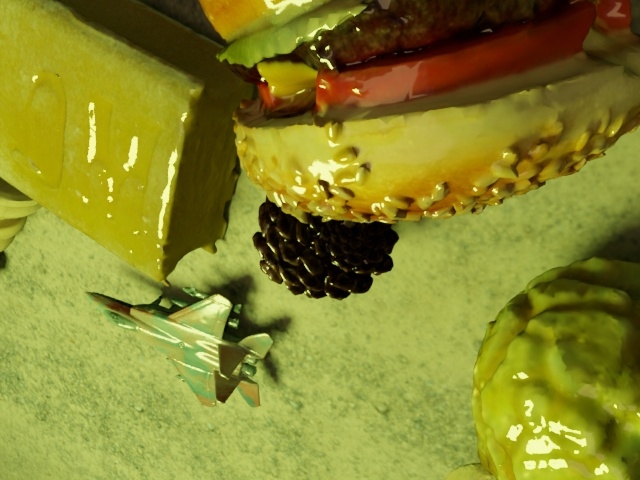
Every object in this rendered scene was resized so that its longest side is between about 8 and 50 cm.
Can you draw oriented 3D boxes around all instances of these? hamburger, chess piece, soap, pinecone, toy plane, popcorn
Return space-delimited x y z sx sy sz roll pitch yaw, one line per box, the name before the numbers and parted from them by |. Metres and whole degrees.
hamburger | 0.074 -0.160 0.430 0.330 0.330 0.250 -10 110 31
chess piece | -0.542 -0.065 0.919 0.143 0.143 0.261 52 132 -4
soap | -0.266 -0.150 0.715 0.335 0.156 0.293 33 129 11
pinecone | -0.006 -0.005 0.653 0.163 0.163 0.165 55 144 -6
toy plane | -0.226 0.140 0.867 0.326 0.104 0.223 25 122 19
popcorn | 0.273 0.153 0.518 0.282 0.282 0.247 45 138 1

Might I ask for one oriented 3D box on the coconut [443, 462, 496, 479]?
coconut | 0.236 0.381 0.645 0.245 0.233 0.233 14 133 -32
